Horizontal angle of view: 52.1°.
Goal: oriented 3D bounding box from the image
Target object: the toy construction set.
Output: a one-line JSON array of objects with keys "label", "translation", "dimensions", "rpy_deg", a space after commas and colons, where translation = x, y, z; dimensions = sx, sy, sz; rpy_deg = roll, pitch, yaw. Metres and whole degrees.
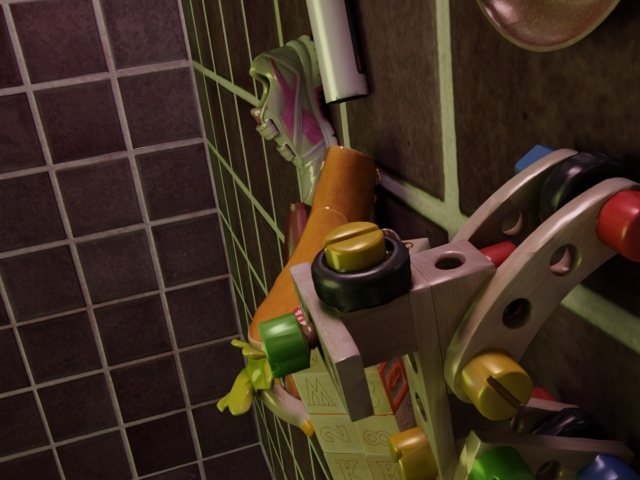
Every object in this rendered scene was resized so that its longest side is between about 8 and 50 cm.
[{"label": "toy construction set", "translation": [0.097, 0.109, 0.397], "dimensions": [0.258, 0.237, 0.309], "rpy_deg": [93, 159, -48]}]

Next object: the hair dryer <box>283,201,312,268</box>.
[{"label": "hair dryer", "translation": [0.015, 0.060, 0.981], "dimensions": [0.294, 0.080, 0.224], "rpy_deg": [63, 146, 30]}]

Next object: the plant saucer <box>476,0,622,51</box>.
[{"label": "plant saucer", "translation": [0.138, -0.212, 0.371], "dimensions": [0.198, 0.036, 0.199], "rpy_deg": [167, 90, -77]}]

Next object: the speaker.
[{"label": "speaker", "translation": [0.020, -0.234, 0.782], "dimensions": [0.055, 0.055, 0.136], "rpy_deg": [-170, 68, -75]}]

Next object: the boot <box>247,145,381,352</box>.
[{"label": "boot", "translation": [0.001, 0.000, 0.726], "dimensions": [0.295, 0.104, 0.211], "rpy_deg": [-35, -44, -77]}]

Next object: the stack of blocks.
[{"label": "stack of blocks", "translation": [0.080, 0.169, 0.638], "dimensions": [0.171, 0.087, 0.297], "rpy_deg": [-43, -62, -54]}]

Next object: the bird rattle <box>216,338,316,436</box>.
[{"label": "bird rattle", "translation": [-0.040, 0.214, 1.057], "dimensions": [0.207, 0.253, 0.143], "rpy_deg": [38, 118, 17]}]

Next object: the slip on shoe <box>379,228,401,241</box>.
[{"label": "slip on shoe", "translation": [0.092, 0.053, 0.774], "dimensions": [0.041, 0.051, 0.136], "rpy_deg": [47, -157, -70]}]

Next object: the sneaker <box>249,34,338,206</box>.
[{"label": "sneaker", "translation": [-0.046, -0.171, 0.980], "dimensions": [0.103, 0.111, 0.253], "rpy_deg": [-175, 72, -76]}]
